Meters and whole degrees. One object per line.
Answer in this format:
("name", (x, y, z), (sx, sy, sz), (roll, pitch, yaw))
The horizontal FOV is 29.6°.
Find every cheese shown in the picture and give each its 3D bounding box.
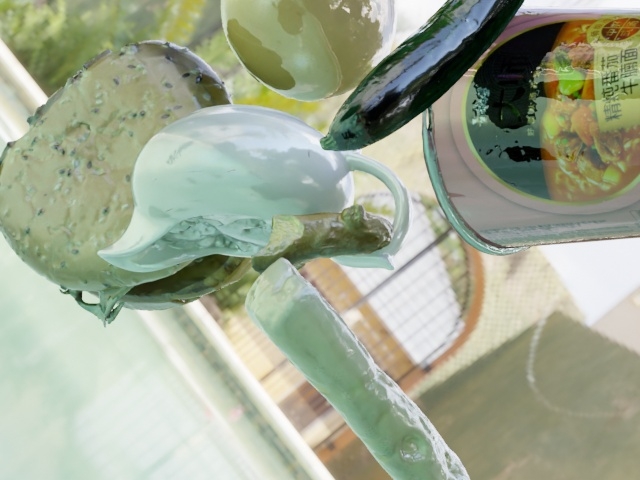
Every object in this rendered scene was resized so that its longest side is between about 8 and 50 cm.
("cheese", (0.025, 0.089, 0.704), (0.194, 0.043, 0.065), (52, -9, -25))

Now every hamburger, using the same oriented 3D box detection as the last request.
("hamburger", (-0.205, -0.057, 1.444), (0.277, 0.318, 0.195), (42, -3, 28))

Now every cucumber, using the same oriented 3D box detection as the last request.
("cucumber", (0.102, -0.157, 0.937), (0.056, 0.284, 0.056), (35, -25, 19))

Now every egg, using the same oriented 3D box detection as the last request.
("egg", (-0.016, -0.268, 1.388), (0.201, 0.201, 0.244), (50, 3, 16))

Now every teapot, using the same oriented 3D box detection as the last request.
("teapot", (-0.062, -0.038, 1.114), (0.204, 0.298, 0.139), (46, 45, -59))

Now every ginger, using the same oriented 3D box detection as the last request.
("ginger", (0.001, -0.004, 1.016), (0.044, 0.137, 0.057), (-143, -134, -61))

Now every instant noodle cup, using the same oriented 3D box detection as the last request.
("instant noodle cup", (0.250, -0.097, 0.990), (0.255, 0.244, 0.244), (2, -42, 44))
